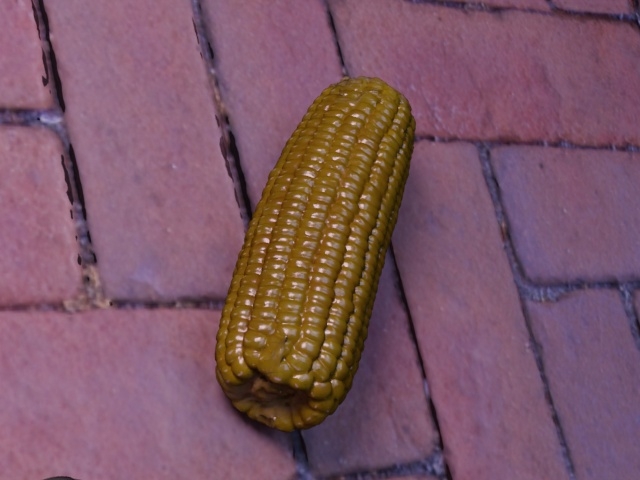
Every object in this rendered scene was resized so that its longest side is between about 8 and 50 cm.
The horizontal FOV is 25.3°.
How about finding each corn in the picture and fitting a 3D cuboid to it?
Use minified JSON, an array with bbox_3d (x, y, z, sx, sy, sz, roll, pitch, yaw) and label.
[{"bbox_3d":[0.000,0.000,1.253,0.131,0.131,0.344,34,50,-20],"label":"corn"}]

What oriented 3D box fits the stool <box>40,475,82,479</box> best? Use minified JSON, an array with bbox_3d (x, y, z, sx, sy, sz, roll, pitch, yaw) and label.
[{"bbox_3d":[-0.196,0.221,1.003,0.096,0.110,0.096,17,60,-33],"label":"stool"}]
